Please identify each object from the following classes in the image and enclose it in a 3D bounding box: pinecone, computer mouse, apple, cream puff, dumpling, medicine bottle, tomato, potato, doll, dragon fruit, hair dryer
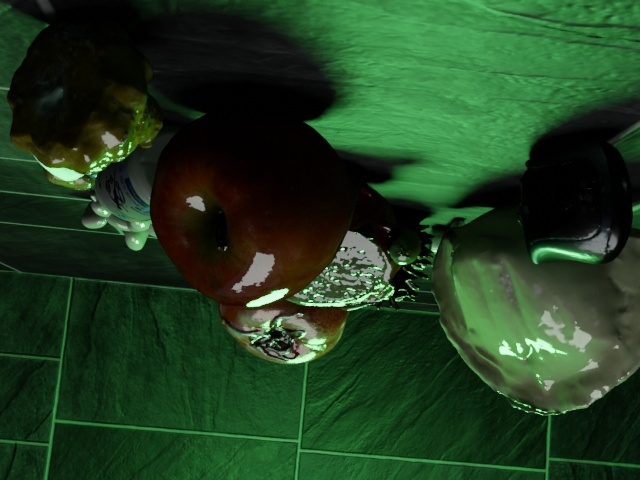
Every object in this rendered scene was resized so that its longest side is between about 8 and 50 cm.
[{"bbox_3d":[0.114,0.035,1.506,0.163,0.165,0.163,-1,167,0],"label":"pinecone"},{"bbox_3d":[0.280,-0.037,1.035,0.096,0.137,0.233,2,173,-5],"label":"computer mouse"},{"bbox_3d":[-0.069,-0.045,0.992,0.230,0.230,0.230,5,171,1],"label":"apple"},{"bbox_3d":[-0.199,-0.120,0.790,0.146,0.146,0.116,1,172,24],"label":"cream puff"},{"bbox_3d":[0.309,0.097,1.315,0.395,0.316,0.233,7,-177,44],"label":"dumpling"},{"bbox_3d":[-0.223,-0.080,1.148,0.107,0.107,0.191,10,169,-31],"label":"medicine bottle"},{"bbox_3d":[-0.058,0.090,1.497,0.232,0.189,0.232,4,136,4],"label":"tomato"},{"bbox_3d":[-0.370,-0.101,1.322,0.083,0.040,0.051,21,131,-33],"label":"potato"},{"bbox_3d":[-0.342,-0.038,1.598,0.161,0.059,0.160,28,156,-14],"label":"doll"},{"bbox_3d":[0.000,0.000,1.290,0.295,0.130,0.268,-4,137,11],"label":"dragon fruit"},{"bbox_3d":[0.240,-0.009,1.571,0.082,0.047,0.137,4,164,0],"label":"hair dryer"}]

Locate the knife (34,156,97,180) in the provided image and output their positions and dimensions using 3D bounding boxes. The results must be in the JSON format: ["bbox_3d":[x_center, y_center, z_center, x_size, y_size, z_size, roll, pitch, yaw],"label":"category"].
[{"bbox_3d":[-0.340,-0.103,1.263,0.058,0.032,0.244,-40,155,13],"label":"knife"}]
